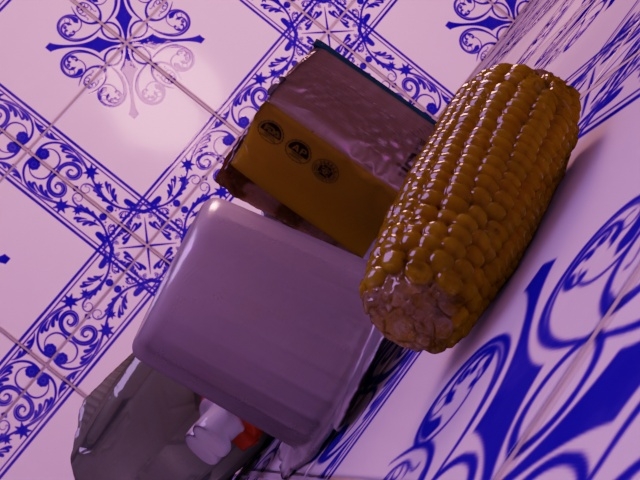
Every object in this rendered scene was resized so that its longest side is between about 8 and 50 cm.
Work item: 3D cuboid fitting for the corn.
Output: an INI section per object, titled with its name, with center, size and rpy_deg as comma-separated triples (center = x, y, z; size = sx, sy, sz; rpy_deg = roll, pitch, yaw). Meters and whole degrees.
[corn]
center = 0.126, -0.040, 0.843
size = 0.119, 0.119, 0.322
rpy_deg = -50, 7, 48

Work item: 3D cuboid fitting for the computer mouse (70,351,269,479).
[computer mouse]
center = -0.154, 0.203, 1.426
size = 0.429, 0.228, 0.145
rpy_deg = -50, 6, -22

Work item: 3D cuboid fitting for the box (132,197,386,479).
[box]
center = -0.054, 0.057, 1.081
size = 0.262, 0.206, 0.291
rpy_deg = -51, 15, 50

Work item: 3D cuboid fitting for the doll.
[doll]
center = -0.053, 0.153, 1.323
size = 0.290, 0.130, 0.161
rpy_deg = -45, -5, -33

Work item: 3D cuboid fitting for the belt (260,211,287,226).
[belt]
center = 0.000, 0.000, 1.594
size = 0.105, 0.184, 0.261
rpy_deg = -56, -26, -77

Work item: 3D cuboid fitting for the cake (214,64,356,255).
[cake]
center = 0.029, -0.083, 1.440
size = 0.199, 0.293, 0.196
rpy_deg = -57, 3, 1

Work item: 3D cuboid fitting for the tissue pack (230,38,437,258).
[tissue pack]
center = 0.046, -0.081, 1.237
size = 0.134, 0.271, 0.192
rpy_deg = -56, 2, -26
